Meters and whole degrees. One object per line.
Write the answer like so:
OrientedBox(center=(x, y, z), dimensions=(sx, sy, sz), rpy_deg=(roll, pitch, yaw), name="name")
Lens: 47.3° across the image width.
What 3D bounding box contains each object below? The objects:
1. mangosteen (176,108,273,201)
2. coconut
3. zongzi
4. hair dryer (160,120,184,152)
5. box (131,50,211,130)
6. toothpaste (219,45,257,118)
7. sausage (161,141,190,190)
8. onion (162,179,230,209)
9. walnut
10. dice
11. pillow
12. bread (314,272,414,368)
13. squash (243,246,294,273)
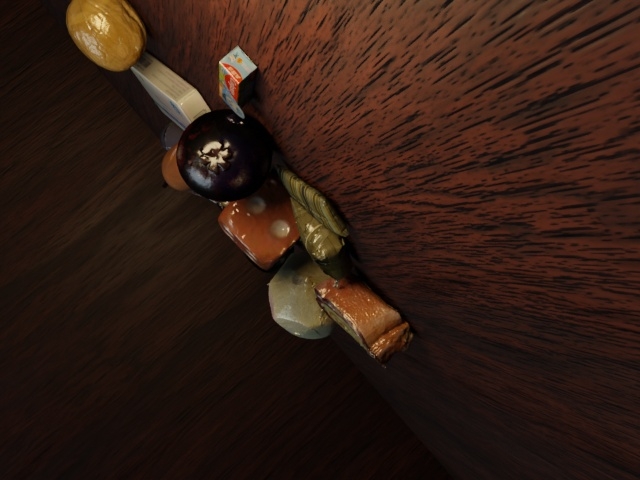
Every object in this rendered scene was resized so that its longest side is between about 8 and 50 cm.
OrientedBox(center=(-0.188, -0.178, 1.490), dimensions=(0.194, 0.194, 0.230), rpy_deg=(50, -163, -8), name="mangosteen")
OrientedBox(center=(-0.029, 0.144, 1.924), dimensions=(0.227, 0.227, 0.230), rpy_deg=(45, 176, 22), name="coconut")
OrientedBox(center=(0.000, 0.000, 1.645), dimensions=(0.178, 0.081, 0.189), rpy_deg=(53, 176, 27), name="zongzi")
OrientedBox(center=(-0.305, -0.222, 2.193), dimensions=(0.361, 0.121, 0.301), rpy_deg=(43, 167, -35), name="hair dryer")
OrientedBox(center=(-0.375, -0.365, 1.918), dimensions=(0.343, 0.065, 0.200), rpy_deg=(40, 168, 43), name="box")
OrientedBox(center=(-0.137, -0.267, 1.261), dimensions=(0.070, 0.044, 0.193), rpy_deg=(47, 171, -2), name="toothpaste")
OrientedBox(center=(-0.285, -0.206, 1.755), dimensions=(0.121, 0.121, 0.304), rpy_deg=(50, 148, -13), name="sausage")
OrientedBox(center=(-0.253, -0.151, 2.009), dimensions=(0.314, 0.146, 0.280), rpy_deg=(19, -177, 11), name="onion")
OrientedBox(center=(-0.489, -0.485, 1.673), dimensions=(0.197, 0.165, 0.165), rpy_deg=(46, 175, -39), name="walnut")
OrientedBox(center=(-0.128, -0.043, 1.748), dimensions=(0.179, 0.175, 0.174), rpy_deg=(49, 170, 2), name="dice")
OrientedBox(center=(-0.021, -0.083, 1.499), dimensions=(0.203, 0.038, 0.113), rpy_deg=(39, 167, 50), name="pillow")
OrientedBox(center=(0.113, 0.190, 1.750), dimensions=(0.244, 0.123, 0.190), rpy_deg=(44, 172, 30), name="bread")
OrientedBox(center=(-0.165, 0.006, 2.224), dimensions=(0.193, 0.156, 0.193), rpy_deg=(34, -173, -5), name="squash")
